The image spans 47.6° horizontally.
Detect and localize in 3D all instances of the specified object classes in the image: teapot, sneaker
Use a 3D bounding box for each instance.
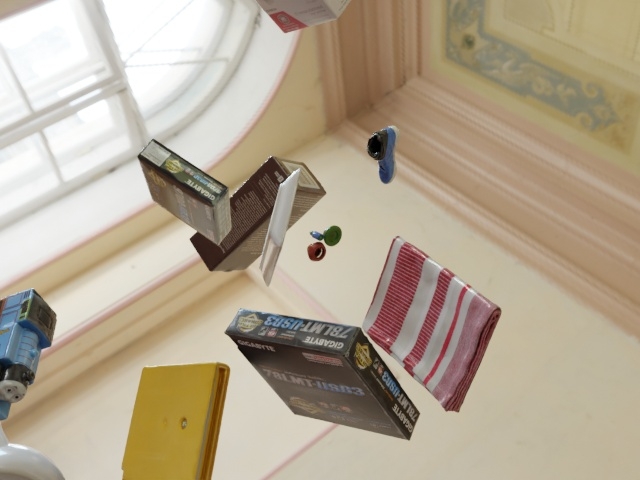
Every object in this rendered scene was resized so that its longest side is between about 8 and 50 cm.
[{"bbox_3d":[-0.567,0.473,1.299,0.252,0.256,0.187,37,-5,-19],"label":"teapot"},{"bbox_3d":[0.147,-0.202,1.780,0.058,0.085,0.152,35,-49,36],"label":"sneaker"}]

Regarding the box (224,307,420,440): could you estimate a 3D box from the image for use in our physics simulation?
[{"bbox_3d":[0.005,0.256,1.387,0.296,0.073,0.293,3,-38,37],"label":"box"}]

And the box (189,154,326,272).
[{"bbox_3d":[-0.186,-0.072,2.156,0.143,0.381,0.191,53,20,18],"label":"box"}]

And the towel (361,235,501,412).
[{"bbox_3d":[0.210,0.160,1.476,0.329,0.037,0.237,40,-62,49],"label":"towel"}]

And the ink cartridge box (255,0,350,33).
[{"bbox_3d":[-0.063,-0.456,1.182,0.159,0.092,0.218,5,-33,51],"label":"ink cartridge box"}]

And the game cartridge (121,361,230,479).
[{"bbox_3d":[-0.346,0.432,1.701,0.053,0.285,0.324,24,-25,-38],"label":"game cartridge"}]

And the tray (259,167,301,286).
[{"bbox_3d":[-0.078,-0.017,1.294,0.030,0.145,0.270,13,-19,-5],"label":"tray"}]

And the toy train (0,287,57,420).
[{"bbox_3d":[-0.418,0.151,0.960,0.184,0.105,0.080,-99,166,-50],"label":"toy train"}]

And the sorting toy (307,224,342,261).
[{"bbox_3d":[0.000,0.000,1.682,0.042,0.102,0.061,28,-18,49],"label":"sorting toy"}]

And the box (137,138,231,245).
[{"bbox_3d":[-0.260,-0.090,1.416,0.175,0.051,0.220,34,-19,6],"label":"box"}]
